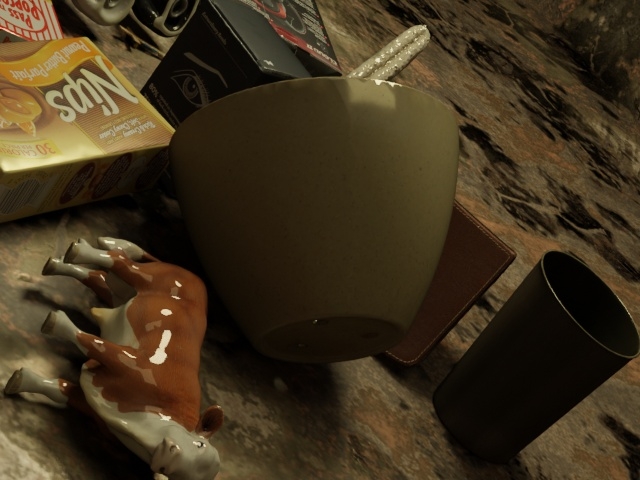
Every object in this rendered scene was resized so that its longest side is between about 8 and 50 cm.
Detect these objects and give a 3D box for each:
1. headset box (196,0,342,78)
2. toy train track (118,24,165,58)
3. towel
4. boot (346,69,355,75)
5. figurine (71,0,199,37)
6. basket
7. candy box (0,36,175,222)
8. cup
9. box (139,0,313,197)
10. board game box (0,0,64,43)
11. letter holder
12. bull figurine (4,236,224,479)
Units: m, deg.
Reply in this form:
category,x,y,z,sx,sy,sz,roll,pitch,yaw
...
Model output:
category,x,y,z,sx,sy,sz,roll,pitch,yaw
headset box,-0.099,-0.322,2.215,0.218,0.110,0.293,26,26,-28
toy train track,-0.253,-0.276,2.023,0.083,0.014,0.048,30,17,-36
towel,0.041,-0.207,2.057,0.049,0.187,0.282,51,42,-4
boot,0.030,-0.207,2.233,0.069,0.086,0.190,36,23,-11
figurine,-0.312,-0.376,2.021,0.209,0.092,0.215,35,18,28
basket,0.256,0.152,1.749,0.154,0.227,0.204,34,23,-13
candy box,-0.310,-0.124,1.546,0.183,0.087,0.316,47,27,14
cup,0.000,0.000,1.590,0.331,0.331,0.237,18,60,-42
box,-0.125,-0.169,1.772,0.108,0.207,0.153,11,36,-49
board game box,-0.398,-0.288,1.779,0.146,0.045,0.193,21,30,-38
letter holder,0.063,0.008,1.853,0.302,0.214,0.152,42,-9,6
bull figurine,-0.176,0.110,1.326,0.188,0.101,0.310,30,25,-18
